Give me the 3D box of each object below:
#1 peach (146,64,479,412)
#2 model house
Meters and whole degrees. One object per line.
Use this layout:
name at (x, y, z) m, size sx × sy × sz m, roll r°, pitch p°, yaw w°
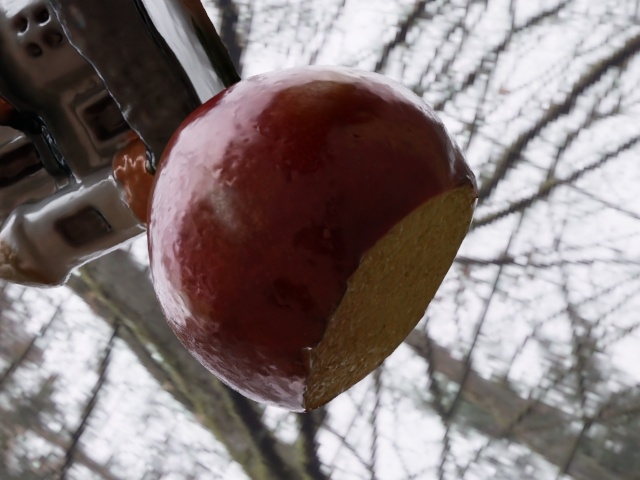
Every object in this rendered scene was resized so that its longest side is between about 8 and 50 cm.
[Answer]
peach at (0.000, 0.000, 0.831) m, size 0.190 × 0.192 × 0.190 m, roll -11°, pitch -46°, yaw -12°
model house at (-0.212, -0.092, 1.059) m, size 0.301 × 0.190 × 0.271 m, roll -27°, pitch -83°, yaw 17°
